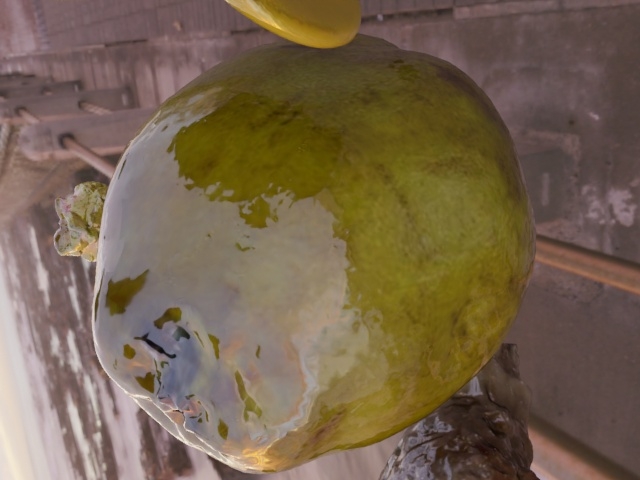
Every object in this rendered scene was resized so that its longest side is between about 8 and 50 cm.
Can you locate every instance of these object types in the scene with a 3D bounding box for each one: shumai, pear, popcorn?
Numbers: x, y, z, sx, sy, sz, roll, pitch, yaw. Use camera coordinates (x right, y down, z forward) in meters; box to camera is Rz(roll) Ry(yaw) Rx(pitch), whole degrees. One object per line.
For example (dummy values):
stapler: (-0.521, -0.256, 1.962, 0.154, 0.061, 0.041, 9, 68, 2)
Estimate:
shumai: (0.151, 0.259, 0.831, 0.346, 0.217, 0.283, 79, -173, -57)
pear: (0.000, 0.000, 0.610, 0.352, 0.413, 0.352, 26, 146, 19)
popcorn: (-0.402, -0.034, 1.228, 0.145, 0.126, 0.125, -47, 63, 29)

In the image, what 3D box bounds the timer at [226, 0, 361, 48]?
timer: (-0.147, -0.282, 0.376, 0.376, 0.376, 0.387, 115, 140, -52)
